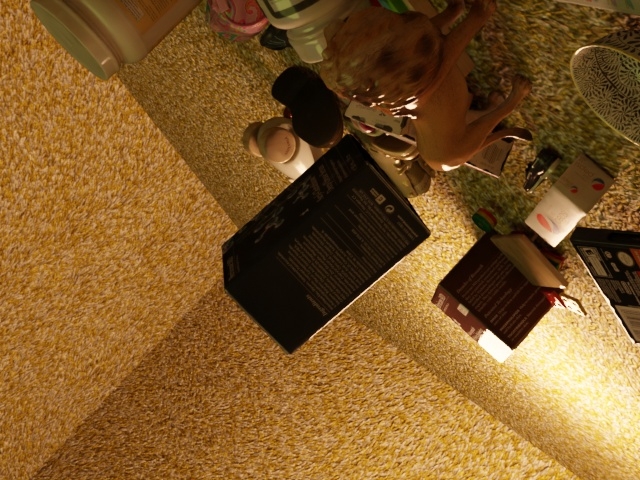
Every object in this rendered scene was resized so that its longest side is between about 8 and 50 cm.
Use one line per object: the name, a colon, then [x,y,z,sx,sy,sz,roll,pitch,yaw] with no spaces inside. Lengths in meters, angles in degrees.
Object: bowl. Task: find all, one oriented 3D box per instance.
bowl: [0.379,-0.188,1.227,0.170,0.080,0.170,41,170,9]

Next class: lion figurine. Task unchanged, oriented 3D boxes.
lion figurine: [0.165,-0.201,1.518,0.142,0.240,0.392,30,164,50]

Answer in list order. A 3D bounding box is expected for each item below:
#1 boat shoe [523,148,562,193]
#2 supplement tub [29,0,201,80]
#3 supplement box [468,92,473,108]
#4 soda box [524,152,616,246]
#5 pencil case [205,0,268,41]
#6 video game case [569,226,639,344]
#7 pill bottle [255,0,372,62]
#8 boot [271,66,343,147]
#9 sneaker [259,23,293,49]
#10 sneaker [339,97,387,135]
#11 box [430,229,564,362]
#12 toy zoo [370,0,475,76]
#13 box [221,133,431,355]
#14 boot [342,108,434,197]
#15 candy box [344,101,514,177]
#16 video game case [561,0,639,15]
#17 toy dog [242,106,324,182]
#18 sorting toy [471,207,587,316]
boat shoe: [0.348,-0.112,1.717,0.038,0.046,0.125,42,166,6]
supplement tub: [-0.368,-0.495,2.058,0.241,0.331,0.241,41,169,10]
supplement box: [0.189,-0.238,1.718,0.098,0.036,0.062,18,-177,-37]
soda box: [0.390,-0.060,1.687,0.069,0.074,0.216,41,169,9]
pencil case: [-0.151,-0.434,1.972,0.124,0.124,0.284,45,177,-11]
video game case: [0.545,0.085,1.637,0.248,0.035,0.275,7,145,48]
pill bottle: [-0.042,-0.417,1.575,0.283,0.161,0.161,56,164,-28]
boot: [0.000,-0.261,2.204,0.115,0.112,0.305,35,-168,-32]
sneaker: [-0.040,-0.380,1.944,0.106,0.101,0.267,38,172,-8]
sneaker: [0.088,-0.253,1.933,0.103,0.111,0.252,48,168,-25]
box: [0.363,0.117,2.211,0.203,0.167,0.168,41,169,11]
toy zoo: [0.110,-0.345,1.720,0.192,0.030,0.293,48,168,-25]
box: [0.000,0.000,2.283,0.212,0.395,0.293,46,-173,-17]
boot: [0.160,-0.162,2.046,0.203,0.095,0.262,51,173,-30]
candy box: [0.178,-0.184,1.745,0.233,0.071,0.159,17,-173,-37]
video game case: [0.272,-0.353,1.095,0.329,0.036,0.300,29,162,51]
toy dog: [-0.027,-0.214,2.519,0.220,0.161,0.333,30,178,39]
sorting toy: [0.413,0.033,2.035,0.274,0.046,0.132,46,169,-11]
